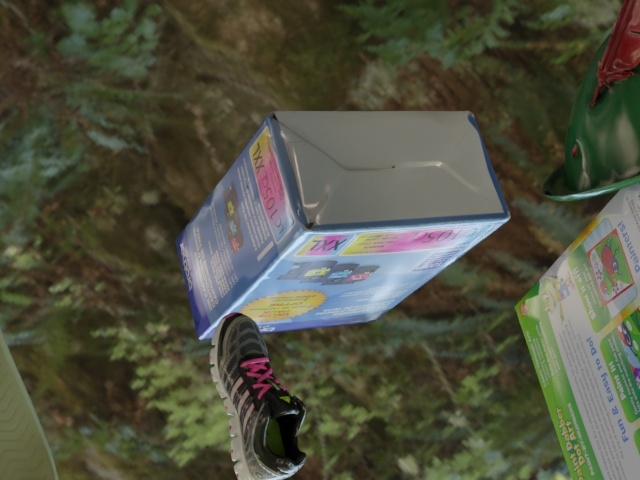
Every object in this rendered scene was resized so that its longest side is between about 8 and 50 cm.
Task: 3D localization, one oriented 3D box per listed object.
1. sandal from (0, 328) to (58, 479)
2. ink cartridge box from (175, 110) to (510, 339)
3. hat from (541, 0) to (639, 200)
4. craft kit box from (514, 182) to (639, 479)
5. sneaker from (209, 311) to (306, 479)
[{"bbox_3d":[-0.155,-0.017,0.338,0.086,0.302,0.120,-18,-163,41],"label":"sandal"},{"bbox_3d":[0.000,0.000,1.350,0.270,0.151,0.395,-4,159,-28],"label":"ink cartridge box"},{"bbox_3d":[0.218,-0.151,0.822,0.209,0.183,0.173,-20,-166,42],"label":"hat"},{"bbox_3d":[0.260,0.104,0.885,0.246,0.061,0.249,123,-41,-54],"label":"craft kit box"},{"bbox_3d":[-0.052,0.147,1.044,0.075,0.170,0.063,-20,168,41],"label":"sneaker"}]
